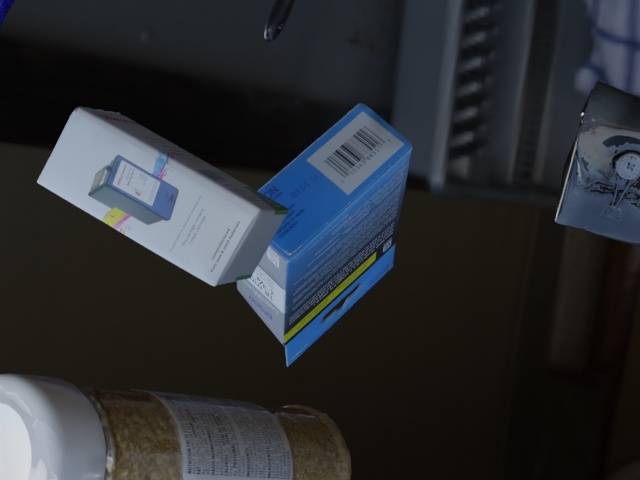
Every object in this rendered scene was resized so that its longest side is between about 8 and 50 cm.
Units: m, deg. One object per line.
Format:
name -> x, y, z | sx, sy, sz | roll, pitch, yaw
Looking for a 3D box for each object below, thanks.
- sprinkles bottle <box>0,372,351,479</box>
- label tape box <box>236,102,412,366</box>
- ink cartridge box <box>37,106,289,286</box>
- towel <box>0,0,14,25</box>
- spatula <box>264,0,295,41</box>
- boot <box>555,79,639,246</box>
sprinkles bottle -> -0.119, 0.176, 1.034 | 0.121, 0.121, 0.355 | 12, 178, 37
label tape box -> 0.000, 0.000, 1.830 | 0.106, 0.240, 0.333 | 41, 157, 18
ink cartridge box -> -0.155, -0.046, 1.347 | 0.212, 0.093, 0.154 | 31, -174, 7
towel -> -0.334, -0.193, 1.156 | 0.076, 0.227, 0.308 | 23, -177, -27
spatula -> -0.001, -0.334, 1.525 | 0.030, 0.296, 0.084 | 21, 150, 15
boot -> 0.581, -0.135, 1.841 | 0.445, 0.367, 0.146 | 20, -166, 15
